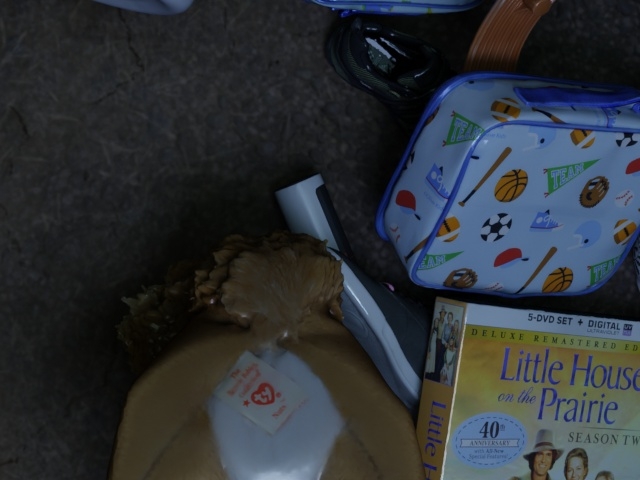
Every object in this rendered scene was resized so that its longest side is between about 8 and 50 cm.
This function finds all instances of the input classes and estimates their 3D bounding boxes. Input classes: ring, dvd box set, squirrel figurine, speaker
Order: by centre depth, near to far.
[{"bbox_3d":[-0.070,0.199,1.636,0.281,0.370,0.397,0,60,-7],"label":"squirrel figurine"},{"bbox_3d":[0.301,-0.198,1.726,0.337,0.336,0.032,-24,50,-10],"label":"ring"},{"bbox_3d":[0.227,0.279,1.750,0.308,0.062,0.420,8,92,-33],"label":"dvd box set"},{"bbox_3d":[0.000,0.000,1.772,0.055,0.055,0.136,-23,94,-10],"label":"speaker"}]

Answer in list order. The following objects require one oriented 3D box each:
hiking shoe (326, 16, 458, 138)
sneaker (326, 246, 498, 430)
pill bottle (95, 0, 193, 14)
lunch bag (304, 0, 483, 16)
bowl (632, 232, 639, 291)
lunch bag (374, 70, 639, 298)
[{"bbox_3d":[0.110,-0.156,1.762,0.227,0.114,0.086,31,85,-9],"label":"hiking shoe"},{"bbox_3d":[0.101,0.081,1.747,0.147,0.104,0.295,-50,116,-22],"label":"sneaker"},{"bbox_3d":[-0.178,-0.426,1.660,0.210,0.210,0.363,17,86,-10],"label":"pill bottle"},{"bbox_3d":[0.075,-0.325,1.761,0.219,0.090,0.176,0,99,-11],"label":"lunch bag"},{"bbox_3d":[0.400,0.035,1.822,0.170,0.080,0.170,22,42,-21],"label":"bowl"},{"bbox_3d":[0.222,-0.062,1.709,0.303,0.115,0.243,0,127,-33],"label":"lunch bag"}]
